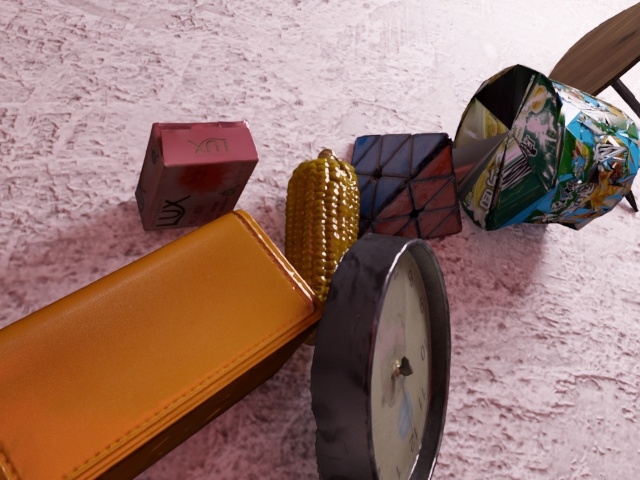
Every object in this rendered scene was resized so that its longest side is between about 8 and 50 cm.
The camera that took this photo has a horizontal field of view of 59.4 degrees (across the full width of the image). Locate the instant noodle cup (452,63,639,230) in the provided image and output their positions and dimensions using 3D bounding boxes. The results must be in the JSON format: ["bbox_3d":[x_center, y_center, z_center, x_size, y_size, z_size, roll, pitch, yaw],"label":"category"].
[{"bbox_3d":[0.330,-0.124,0.821,0.178,0.240,0.241,5,62,-22],"label":"instant noodle cup"}]

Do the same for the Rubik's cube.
[{"bbox_3d":[0.071,-0.082,0.793,0.190,0.211,0.178,-29,52,-7],"label":"Rubik's cube"}]

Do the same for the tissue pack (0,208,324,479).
[{"bbox_3d":[-0.160,0.117,0.516,0.274,0.194,0.145,-30,73,-32],"label":"tissue pack"}]

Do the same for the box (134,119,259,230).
[{"bbox_3d":[-0.145,-0.072,0.641,0.111,0.156,0.060,-8,65,-28],"label":"box"}]

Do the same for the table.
[{"bbox_3d":[0.575,-0.250,0.997,0.249,0.317,0.317,43,56,-11],"label":"table"}]

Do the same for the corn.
[{"bbox_3d":[0.000,0.000,0.698,0.097,0.097,0.262,12,64,-16],"label":"corn"}]

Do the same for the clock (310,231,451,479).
[{"bbox_3d":[0.076,0.131,0.569,0.055,0.281,0.281,-1,53,27],"label":"clock"}]
